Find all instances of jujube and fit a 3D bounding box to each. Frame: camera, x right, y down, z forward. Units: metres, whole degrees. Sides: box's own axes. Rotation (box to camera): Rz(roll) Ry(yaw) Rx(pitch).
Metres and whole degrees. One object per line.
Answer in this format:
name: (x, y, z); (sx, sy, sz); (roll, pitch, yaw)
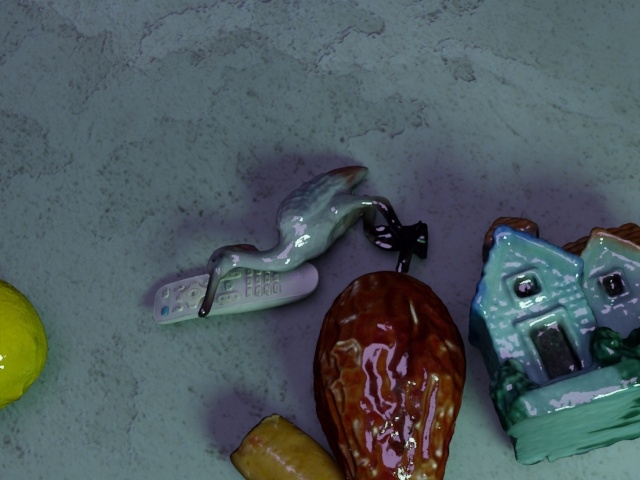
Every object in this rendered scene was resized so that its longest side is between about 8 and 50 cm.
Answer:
jujube: (0.086, 0.179, 1.529); (0.197, 0.197, 0.290); (-5, 64, 7)

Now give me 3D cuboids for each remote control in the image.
remote control: (-0.111, 0.073, 1.684); (0.229, 0.044, 0.073); (-12, 44, 7)

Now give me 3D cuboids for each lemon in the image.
lemon: (-0.455, 0.133, 1.646); (0.178, 0.178, 0.203); (-43, 70, -8)

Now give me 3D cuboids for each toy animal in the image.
toy animal: (-0.018, -0.013, 1.660); (0.324, 0.090, 0.195); (-10, 48, -7)

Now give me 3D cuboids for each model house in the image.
model house: (0.317, 0.071, 1.521); (0.295, 0.251, 0.329); (-18, 62, 3)

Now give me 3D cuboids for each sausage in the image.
sausage: (0.002, 0.334, 1.539); (0.109, 0.109, 0.270); (-37, 68, -6)
